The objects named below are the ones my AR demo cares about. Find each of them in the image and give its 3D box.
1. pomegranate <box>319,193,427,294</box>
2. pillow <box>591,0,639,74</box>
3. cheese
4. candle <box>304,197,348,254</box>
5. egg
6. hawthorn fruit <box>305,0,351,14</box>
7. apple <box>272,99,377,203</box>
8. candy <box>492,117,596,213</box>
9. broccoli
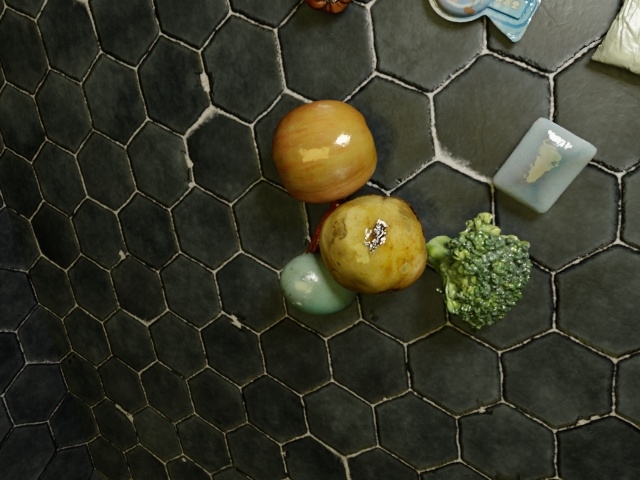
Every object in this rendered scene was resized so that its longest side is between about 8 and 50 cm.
[{"bbox_3d":[0.124,0.007,1.038,0.261,0.260,0.260,8,110,22],"label":"pomegranate"},{"bbox_3d":[0.630,-0.423,0.786,0.148,0.050,0.229,22,112,9],"label":"pillow"},{"bbox_3d":[0.327,-0.514,0.889,0.245,0.052,0.135,30,117,13],"label":"cheese"},{"bbox_3d":[0.000,0.000,1.210,0.048,0.051,0.329,25,117,-1],"label":"candle"},{"bbox_3d":[-0.001,0.117,1.156,0.169,0.237,0.169,-13,74,51],"label":"egg"},{"bbox_3d":[0.018,-0.588,0.966,0.125,0.125,0.140,-1,108,25],"label":"hawthorn fruit"},{"bbox_3d":[0.012,-0.218,1.045,0.241,0.242,0.242,-13,101,13],"label":"apple"},{"bbox_3d":[0.478,-0.158,0.929,0.138,0.071,0.174,35,118,10],"label":"candy"},{"bbox_3d":[0.362,0.067,1.015,0.245,0.248,0.288,52,139,43],"label":"broccoli"}]
